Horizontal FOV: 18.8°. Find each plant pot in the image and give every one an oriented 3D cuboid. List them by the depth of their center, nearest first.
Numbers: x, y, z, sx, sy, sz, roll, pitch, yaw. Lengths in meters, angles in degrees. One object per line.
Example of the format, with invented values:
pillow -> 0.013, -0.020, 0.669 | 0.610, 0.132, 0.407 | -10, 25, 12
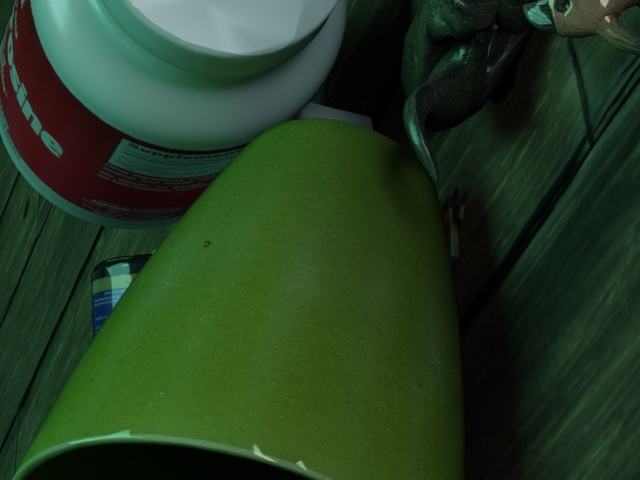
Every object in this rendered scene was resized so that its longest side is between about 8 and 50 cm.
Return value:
plant pot -> -0.022, 0.076, 1.227 | 0.275, 0.274, 0.293 | 128, 162, -53

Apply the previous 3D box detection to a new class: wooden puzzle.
wooden puzzle -> 0.081, 0.003, 1.320 | 0.083, 0.006, 0.049 | 125, 152, -49

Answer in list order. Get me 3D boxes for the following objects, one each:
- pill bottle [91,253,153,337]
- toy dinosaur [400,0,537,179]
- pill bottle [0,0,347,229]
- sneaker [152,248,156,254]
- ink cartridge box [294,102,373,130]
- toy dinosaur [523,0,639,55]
pill bottle -> -0.134, 0.125, 1.675 | 0.123, 0.122, 0.219 | 158, 110, -69
toy dinosaur -> 0.096, -0.151, 1.260 | 0.160, 0.121, 0.313 | 108, 162, -55
pill bottle -> -0.112, -0.158, 1.440 | 0.407, 0.229, 0.229 | 140, 140, -70
sneaker -> -0.139, 0.044, 1.856 | 0.228, 0.087, 0.092 | 21, 90, 65
ink cartridge box -> 0.000, 0.000, 1.472 | 0.198, 0.067, 0.115 | -96, 26, -50
toy dinosaur -> 0.224, -0.211, 0.869 | 0.295, 0.127, 0.200 | -38, 49, 45
